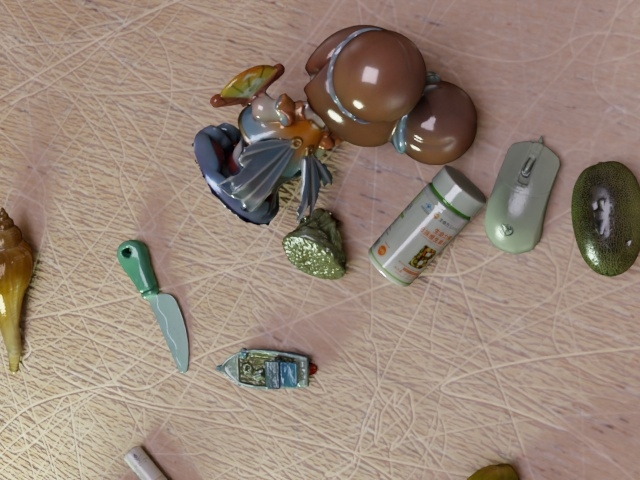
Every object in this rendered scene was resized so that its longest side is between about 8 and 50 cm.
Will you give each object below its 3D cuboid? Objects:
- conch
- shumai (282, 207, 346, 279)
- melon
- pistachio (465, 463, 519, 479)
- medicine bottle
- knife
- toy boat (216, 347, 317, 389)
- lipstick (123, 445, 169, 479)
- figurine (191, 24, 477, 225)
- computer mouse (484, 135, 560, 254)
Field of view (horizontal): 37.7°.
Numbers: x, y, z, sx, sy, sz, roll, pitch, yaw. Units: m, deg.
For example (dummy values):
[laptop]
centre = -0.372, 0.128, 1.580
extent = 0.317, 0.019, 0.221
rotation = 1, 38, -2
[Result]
[conch]
centre = -0.610, 0.100, 1.807
extent = 0.109, 0.093, 0.330
rotation = 8, 99, 18
[shumai]
centre = -0.001, 0.000, 1.518
extent = 0.099, 0.124, 0.087
rotation = 4, 54, 29
[melon]
centre = 0.401, -0.030, 1.306
extent = 0.099, 0.099, 0.162
rotation = -4, 92, 26
[pistachio]
centre = 0.242, 0.424, 1.419
extent = 0.189, 0.110, 0.100
rotation = -61, 38, 18
[medicine bottle]
centre = 0.160, -0.020, 1.429
extent = 0.086, 0.086, 0.183
rotation = 47, 112, 15
[knife]
centre = -0.288, 0.114, 1.692
extent = 0.063, 0.034, 0.260
rotation = -29, 88, 18
[toy boat]
centre = -0.094, 0.219, 1.587
extent = 0.173, 0.059, 0.069
rotation = 2, 95, 26
[lipstick]
centre = -0.305, 0.439, 1.720
extent = 0.141, 0.040, 0.040
rotation = 45, 111, 16
[figurine]
centre = 0.008, -0.177, 1.409
extent = 0.388, 0.276, 0.248
rotation = -34, 56, 22
[computer mouse]
centre = 0.296, -0.066, 1.377
extent = 0.089, 0.056, 0.181
rotation = 20, 102, 18
